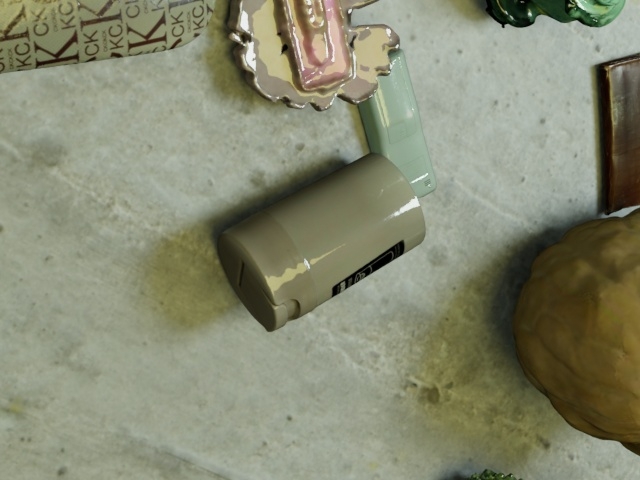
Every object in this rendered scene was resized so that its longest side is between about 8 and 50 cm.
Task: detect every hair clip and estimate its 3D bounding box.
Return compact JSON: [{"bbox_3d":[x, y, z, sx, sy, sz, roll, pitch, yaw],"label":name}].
[{"bbox_3d":[-0.013,-0.266,1.271,0.173,0.069,0.300,-16,120,-16],"label":"hair clip"}]

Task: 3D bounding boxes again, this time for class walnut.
[{"bbox_3d":[0.359,0.100,1.483,0.296,0.285,0.285,1,105,-23],"label":"walnut"}]

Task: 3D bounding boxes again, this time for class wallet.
[{"bbox_3d":[0.358,-0.123,1.551,0.095,0.026,0.176,-15,111,-18],"label":"wallet"}]

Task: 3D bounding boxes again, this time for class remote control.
[{"bbox_3d":[0.078,-0.112,1.396,0.061,0.029,0.162,-26,115,-18],"label":"remote control"}]

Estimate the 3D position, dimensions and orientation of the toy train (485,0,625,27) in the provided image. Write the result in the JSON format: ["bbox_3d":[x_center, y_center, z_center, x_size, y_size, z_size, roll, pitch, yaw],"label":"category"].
[{"bbox_3d":[0.189,-0.363,1.319,0.369,0.150,0.237,31,81,-32],"label":"toy train"}]

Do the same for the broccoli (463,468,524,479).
[{"bbox_3d":[0.270,0.360,1.470,0.221,0.361,0.252,15,60,-25],"label":"broccoli"}]

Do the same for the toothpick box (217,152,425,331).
[{"bbox_3d":[0.000,0.000,1.340,0.180,0.111,0.111,-30,117,-20],"label":"toothpick box"}]

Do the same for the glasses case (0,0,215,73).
[{"bbox_3d":[-0.254,-0.213,1.147,0.354,0.085,0.137,-11,109,-26],"label":"glasses case"}]
